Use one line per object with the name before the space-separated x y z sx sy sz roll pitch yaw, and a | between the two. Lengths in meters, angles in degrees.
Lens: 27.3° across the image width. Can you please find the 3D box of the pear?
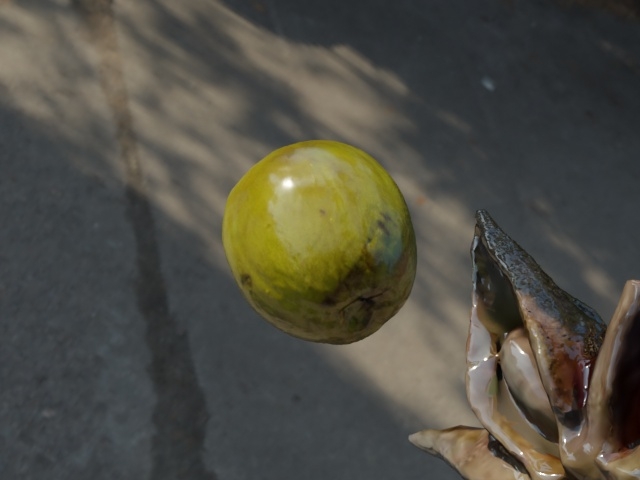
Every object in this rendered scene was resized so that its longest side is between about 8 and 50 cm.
pear | 0.000 0.000 1.030 0.149 0.149 0.162 -5 54 -42

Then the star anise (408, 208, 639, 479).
star anise | 0.160 0.124 0.641 0.292 0.349 0.109 18 14 36
